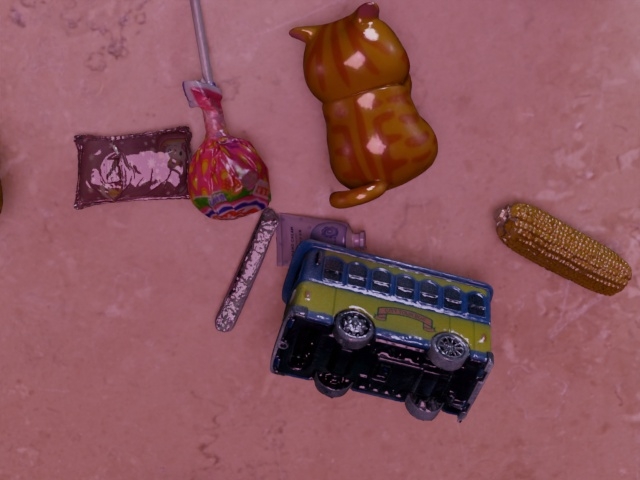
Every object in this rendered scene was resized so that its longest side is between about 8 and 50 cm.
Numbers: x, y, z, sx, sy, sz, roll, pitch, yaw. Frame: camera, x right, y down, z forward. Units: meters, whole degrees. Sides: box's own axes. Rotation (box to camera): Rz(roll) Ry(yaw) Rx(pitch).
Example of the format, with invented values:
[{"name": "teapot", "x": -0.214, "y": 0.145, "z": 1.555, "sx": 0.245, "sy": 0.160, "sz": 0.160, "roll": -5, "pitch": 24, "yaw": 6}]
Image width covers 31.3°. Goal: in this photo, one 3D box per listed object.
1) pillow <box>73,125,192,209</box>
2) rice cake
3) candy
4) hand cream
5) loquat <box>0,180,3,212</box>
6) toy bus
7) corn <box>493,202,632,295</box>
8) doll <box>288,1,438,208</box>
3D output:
[{"name": "pillow", "x": -0.283, "y": -0.110, "z": 1.725, "sx": 0.185, "sy": 0.043, "sz": 0.118, "roll": -3, "pitch": 96, "yaw": -5}, {"name": "rice cake", "x": -0.114, "y": 0.048, "z": 1.770, "sx": 0.033, "sy": 0.033, "sz": 0.207, "roll": 23, "pitch": 100, "yaw": -7}, {"name": "candy", "x": -0.158, "y": -0.211, "z": 1.690, "sx": 0.124, "sy": 0.124, "sz": 0.365, "roll": -9, "pitch": 94, "yaw": 0}, {"name": "hand cream", "x": 0.000, "y": 0.000, "z": 1.760, "sx": 0.142, "sy": 0.053, "sz": 0.084, "roll": 0, "pitch": 99, "yaw": 8}, {"name": "loquat", "x": -0.558, "y": -0.088, "z": 1.657, "sx": 0.187, "sy": 0.176, "sz": 0.234, "roll": -17, "pitch": 100, "yaw": 18}, {"name": "toy bus", "x": 0.093, "y": 0.135, "z": 1.707, "sx": 0.312, "sy": 0.190, "sz": 0.152, "roll": 14, "pitch": 134, "yaw": -5}, {"name": "corn", "x": 0.372, "y": 0.014, "z": 1.760, "sx": 0.238, "sy": 0.080, "sz": 0.080, "roll": 28, "pitch": 100, "yaw": -6}, {"name": "doll", "x": 0.066, "y": -0.196, "z": 1.664, "sx": 0.166, "sy": 0.162, "sz": 0.269, "roll": -16, "pitch": 93, "yaw": 16}]
